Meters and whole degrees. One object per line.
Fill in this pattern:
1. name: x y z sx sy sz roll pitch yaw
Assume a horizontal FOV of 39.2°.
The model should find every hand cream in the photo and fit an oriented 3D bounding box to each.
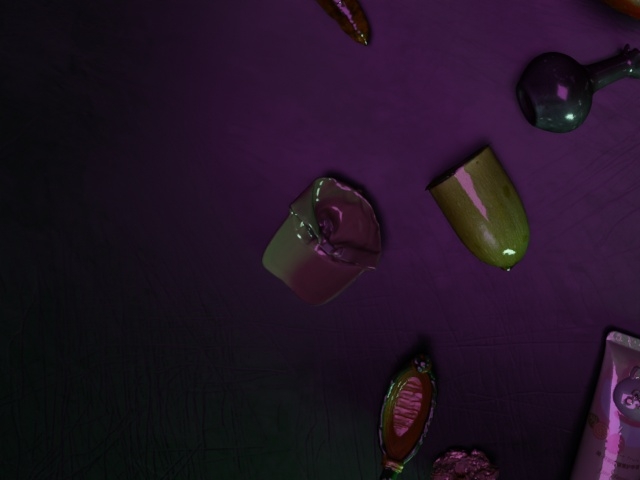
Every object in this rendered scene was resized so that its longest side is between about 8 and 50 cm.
1. hand cream: 0.473 0.305 1.417 0.147 0.093 0.306 19 95 4

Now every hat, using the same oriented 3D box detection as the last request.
1. hat: 0.000 0.000 1.443 0.166 0.144 0.173 41 148 -9

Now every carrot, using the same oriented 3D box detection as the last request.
1. carrot: -0.020 -0.425 1.356 0.066 0.066 0.314 -36 97 14

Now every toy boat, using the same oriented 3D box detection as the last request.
1. toy boat: 0.139 0.281 1.456 0.088 0.088 0.230 15 103 5

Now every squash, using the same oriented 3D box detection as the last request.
1. squash: 0.249 -0.039 1.359 0.123 0.123 0.187 -29 95 14

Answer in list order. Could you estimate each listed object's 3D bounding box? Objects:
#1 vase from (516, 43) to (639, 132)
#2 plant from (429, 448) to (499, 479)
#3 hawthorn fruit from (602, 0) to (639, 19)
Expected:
1. vase: 0.382 -0.231 1.306 0.182 0.120 0.120 -23 97 -1
2. plant: 0.245 0.406 1.484 0.116 0.104 0.122 7 142 43
3. hawthorn fruit: 0.459 -0.405 1.155 0.254 0.300 0.254 2 104 7
